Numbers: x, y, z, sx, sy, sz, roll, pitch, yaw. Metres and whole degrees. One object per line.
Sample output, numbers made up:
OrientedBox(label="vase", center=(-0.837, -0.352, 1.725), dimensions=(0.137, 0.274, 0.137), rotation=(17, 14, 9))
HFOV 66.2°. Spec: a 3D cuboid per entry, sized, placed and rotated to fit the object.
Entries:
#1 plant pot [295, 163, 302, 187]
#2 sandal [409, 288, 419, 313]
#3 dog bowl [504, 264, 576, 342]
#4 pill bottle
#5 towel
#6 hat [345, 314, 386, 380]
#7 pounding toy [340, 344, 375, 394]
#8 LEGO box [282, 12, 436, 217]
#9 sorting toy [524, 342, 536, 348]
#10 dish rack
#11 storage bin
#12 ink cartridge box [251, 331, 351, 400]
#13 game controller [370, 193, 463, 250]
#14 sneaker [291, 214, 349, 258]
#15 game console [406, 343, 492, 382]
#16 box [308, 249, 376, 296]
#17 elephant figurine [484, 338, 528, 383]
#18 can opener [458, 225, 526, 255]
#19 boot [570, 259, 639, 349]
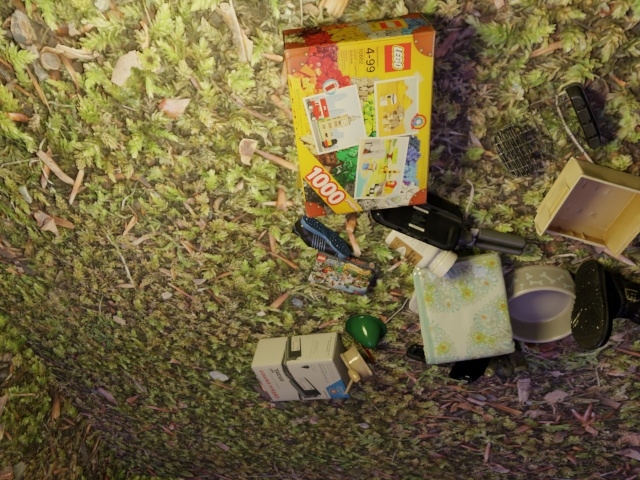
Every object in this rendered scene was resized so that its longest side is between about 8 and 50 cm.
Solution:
OrientedBox(label="plant pot", center=(-0.035, -0.223, 1.635), dimensions=(0.083, 0.081, 0.082), rotation=(8, 131, -5))
OrientedBox(label="sandal", center=(0.429, 0.163, 1.874), dimensions=(0.101, 0.076, 0.265), rotation=(25, 109, -7))
OrientedBox(label="dog bowl", center=(0.819, 0.252, 1.848), dimensions=(0.348, 0.102, 0.349), rotation=(5, 130, 6))
OrientedBox(label="pill bottle", center=(0.347, 0.022, 1.684), dimensions=(0.229, 0.131, 0.131), rotation=(38, 129, 7))
OrientedBox(label="towel", center=(0.509, 0.241, 1.758), dimensions=(0.320, 0.090, 0.375), rotation=(-9, 90, 5))
OrientedBox(label="hat", center=(0.196, 0.442, 2.074), dimensions=(0.208, 0.184, 0.173), rotation=(22, 130, -7))
OrientedBox(label="pounding toy", center=(0.135, 0.570, 2.160), dimensions=(0.154, 0.154, 0.269), rotation=(-34, 157, -2))
OrientedBox(label="LEGO box", center=(0.110, -0.337, 1.386), dimensions=(0.372, 0.193, 0.500), rotation=(-7, 129, 0))
OrientedBox(label="sorting toy", center=(0.851, 0.411, 2.012), dimensions=(0.102, 0.042, 0.061), rotation=(33, 128, -16))
OrientedBox(label="dish rack", center=(0.656, -0.306, 1.435), dimensions=(0.271, 0.074, 0.208), rotation=(-23, 120, 29))
OrientedBox(label="storage bin", center=(0.853, -0.096, 1.534), dimensions=(0.262, 0.123, 0.260), rotation=(15, 130, -2))
OrientedBox(label="ink cartridge box", center=(-0.078, 0.589, 2.263), dimensions=(0.394, 0.166, 0.286), rotation=(-9, 127, 19))
OrientedBox(label="game controller", center=(0.323, -0.084, 1.625), dimensions=(0.319, 0.167, 0.067), rotation=(22, 164, -7))
OrientedBox(label="sneaker", center=(0.000, 0.000, 1.818), dimensions=(0.232, 0.081, 0.090), rotation=(39, 129, -12))
OrientedBox(label="game console", center=(0.564, 0.518, 2.160), dimensions=(0.361, 0.044, 0.213), rotation=(15, 129, -2))
OrientedBox(label="box", center=(0.082, 0.122, 1.920), dimensions=(0.233, 0.044, 0.159), rotation=(16, 131, -3))
OrientedBox(label="elephant figurine", center=(0.738, 0.496, 1.975), dimensions=(0.185, 0.239, 0.169), rotation=(1, 129, 10))
OrientedBox(label="can opener", center=(0.561, 0.009, 1.696), dimensions=(0.283, 0.095, 0.076), rotation=(12, 132, 10))
OrientedBox(label="boot", center=(1.004, 0.251, 1.660), dimensions=(0.260, 0.348, 0.131), rotation=(28, 149, -8))
